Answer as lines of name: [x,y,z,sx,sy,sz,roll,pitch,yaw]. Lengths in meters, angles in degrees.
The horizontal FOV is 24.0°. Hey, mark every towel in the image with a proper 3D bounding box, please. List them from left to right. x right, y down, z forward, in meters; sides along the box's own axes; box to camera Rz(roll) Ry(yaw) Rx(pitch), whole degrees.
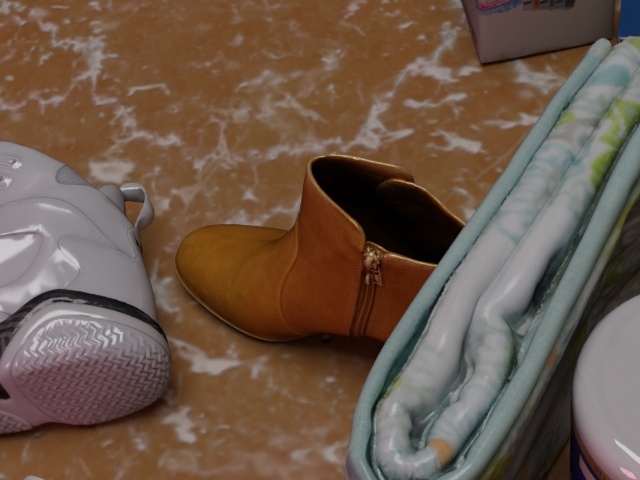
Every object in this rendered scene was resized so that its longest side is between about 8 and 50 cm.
towel: [0.132,0.083,0.997,0.090,0.320,0.374,27,62,19]

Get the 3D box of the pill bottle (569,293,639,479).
pill bottle: [0.235,0.158,0.961,0.153,0.264,0.153,-4,53,5]

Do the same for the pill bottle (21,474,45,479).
pill bottle: [-0.239,0.272,1.045,0.117,0.117,0.215,25,63,24]

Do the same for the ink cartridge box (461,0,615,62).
ink cartridge box: [0.186,-0.267,1.326,0.127,0.176,0.128,-10,55,-1]

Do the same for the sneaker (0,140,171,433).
sneaker: [-0.301,0.044,1.212,0.366,0.137,0.210,-4,53,1]

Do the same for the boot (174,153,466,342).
boot: [0.000,0.001,1.142,0.295,0.211,0.104,22,60,23]

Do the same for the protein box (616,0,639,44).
protein box: [0.343,-0.154,1.215,0.201,0.136,0.200,4,40,12]
